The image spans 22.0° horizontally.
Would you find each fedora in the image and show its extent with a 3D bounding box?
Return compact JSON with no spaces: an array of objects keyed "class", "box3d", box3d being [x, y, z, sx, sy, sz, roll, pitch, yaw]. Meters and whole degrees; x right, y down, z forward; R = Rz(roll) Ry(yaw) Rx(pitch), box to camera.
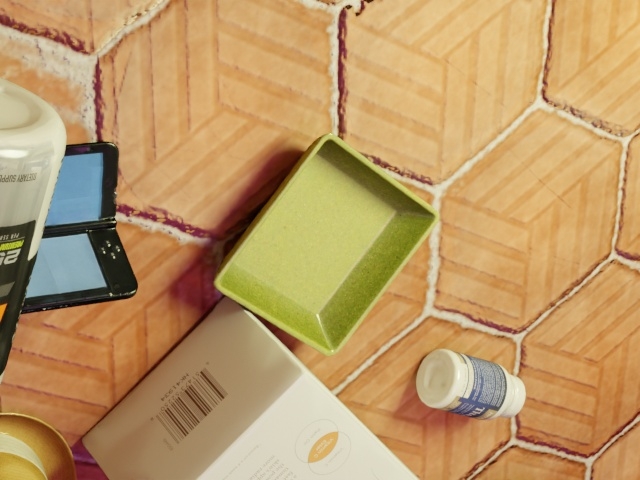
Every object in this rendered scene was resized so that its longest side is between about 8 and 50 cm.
[{"class":"fedora","box3d":[-0.309,0.260,1.575,0.194,0.079,0.194,-15,123,-25]}]

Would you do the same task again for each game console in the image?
[{"class":"game console","box3d":[-0.236,-0.011,1.465,0.144,0.124,0.085,-8,146,-29]}]

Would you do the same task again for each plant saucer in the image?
[{"class":"plant saucer","box3d":[0.000,0.000,1.644,0.188,0.045,0.188,34,95,-40]}]

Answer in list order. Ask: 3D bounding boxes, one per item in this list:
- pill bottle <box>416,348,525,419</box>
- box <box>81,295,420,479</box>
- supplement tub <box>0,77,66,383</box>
[{"class":"pill bottle","box3d":[0.170,0.164,1.833,0.120,0.067,0.067,18,106,-38]},{"class":"box","box3d":[-0.039,0.255,1.687,0.215,0.168,0.345,-45,130,-3]},{"class":"supplement tub","box3d":[-0.344,0.032,1.337,0.207,0.207,0.338,4,113,-34]}]
